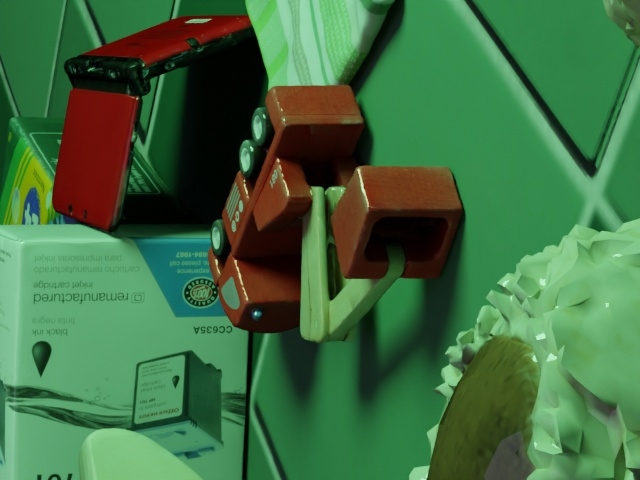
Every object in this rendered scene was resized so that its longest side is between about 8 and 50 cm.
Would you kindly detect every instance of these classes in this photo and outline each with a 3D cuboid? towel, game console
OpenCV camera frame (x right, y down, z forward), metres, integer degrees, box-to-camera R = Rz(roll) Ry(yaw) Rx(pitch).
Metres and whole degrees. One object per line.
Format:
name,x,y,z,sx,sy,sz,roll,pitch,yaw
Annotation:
towel,-0.005,-0.123,0.971,0.152,0.023,0.113,123,142,-54
game console,-0.096,-0.071,1.109,0.144,0.124,0.085,16,127,67

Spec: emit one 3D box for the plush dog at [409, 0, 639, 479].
plush dog,0.137,0.041,0.470,0.225,0.210,0.262,98,-170,-56

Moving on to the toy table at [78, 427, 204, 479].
toy table,-0.006,0.191,0.792,0.274,0.160,0.252,112,150,-45

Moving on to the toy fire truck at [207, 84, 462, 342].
toy fire truck,0.000,0.000,0.927,0.192,0.047,0.135,114,147,-46

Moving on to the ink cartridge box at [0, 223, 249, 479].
ink cartridge box,-0.117,0.088,1.094,0.082,0.139,0.191,-166,76,-66

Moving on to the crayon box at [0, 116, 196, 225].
crayon box,-0.167,0.102,1.294,0.203,0.083,0.323,-132,46,-59
